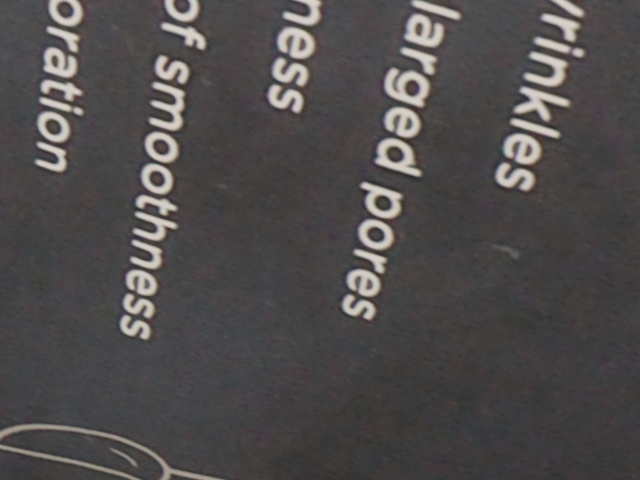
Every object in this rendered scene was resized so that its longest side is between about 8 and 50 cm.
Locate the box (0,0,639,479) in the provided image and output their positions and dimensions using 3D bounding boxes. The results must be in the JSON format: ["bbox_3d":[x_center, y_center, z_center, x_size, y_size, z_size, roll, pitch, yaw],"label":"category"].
[{"bbox_3d":[0.000,0.000,0.569,0.472,0.297,0.479,18,124,8],"label":"box"}]
